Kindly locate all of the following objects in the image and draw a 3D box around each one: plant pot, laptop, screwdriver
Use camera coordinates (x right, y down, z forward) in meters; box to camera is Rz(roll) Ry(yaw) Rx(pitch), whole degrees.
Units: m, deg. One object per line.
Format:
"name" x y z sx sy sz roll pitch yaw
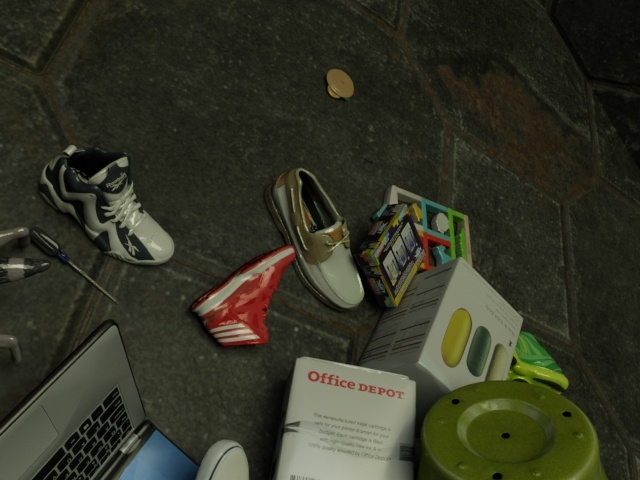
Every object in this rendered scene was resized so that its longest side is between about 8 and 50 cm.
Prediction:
"plant pot" 0.290 0.420 0.840 0.366 0.367 0.352 -29 117 -40
"laptop" -0.257 0.385 0.643 0.236 0.407 0.382 24 48 15
"screwdriver" -0.378 0.042 0.854 0.170 0.025 0.024 48 49 -19

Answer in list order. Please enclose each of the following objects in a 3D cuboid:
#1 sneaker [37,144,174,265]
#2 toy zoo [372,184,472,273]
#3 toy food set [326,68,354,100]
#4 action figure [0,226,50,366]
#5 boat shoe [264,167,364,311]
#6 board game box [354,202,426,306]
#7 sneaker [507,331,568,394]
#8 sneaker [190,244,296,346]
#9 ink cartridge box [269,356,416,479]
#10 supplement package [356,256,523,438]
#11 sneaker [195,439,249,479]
"sneaker" -0.312 -0.059 0.854 0.235 0.153 0.094 44 52 -11
"toy zoo" 0.242 -0.014 1.310 0.293 0.030 0.192 17 60 -28
"toy food set" 0.048 -0.379 1.348 0.083 0.020 0.083 0 69 -36
"action figure" -0.524 -0.008 0.670 0.330 0.179 0.341 15 64 -41
"boat shoe" 0.000 0.000 1.082 0.113 0.103 0.302 -33 90 -40
"board game box" 0.148 0.028 1.140 0.170 0.048 0.141 -52 128 -39
"sneaker" 0.442 0.267 1.294 0.296 0.109 0.123 32 30 -17
"sneaker" -0.111 0.107 0.982 0.221 0.087 0.128 -34 99 -28
"ink cartridge box" 0.032 0.354 0.878 0.211 0.121 0.289 13 56 -5
"supplement package" 0.233 0.213 1.088 0.199 0.198 0.262 43 51 -12
"sneaker" -0.115 0.403 0.747 0.094 0.091 0.258 0 91 -54
